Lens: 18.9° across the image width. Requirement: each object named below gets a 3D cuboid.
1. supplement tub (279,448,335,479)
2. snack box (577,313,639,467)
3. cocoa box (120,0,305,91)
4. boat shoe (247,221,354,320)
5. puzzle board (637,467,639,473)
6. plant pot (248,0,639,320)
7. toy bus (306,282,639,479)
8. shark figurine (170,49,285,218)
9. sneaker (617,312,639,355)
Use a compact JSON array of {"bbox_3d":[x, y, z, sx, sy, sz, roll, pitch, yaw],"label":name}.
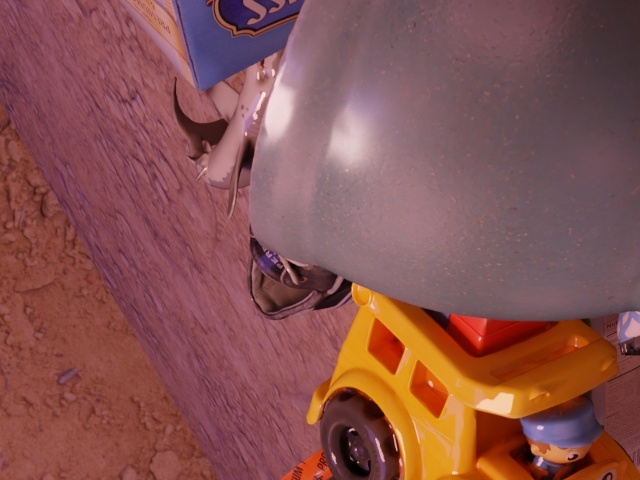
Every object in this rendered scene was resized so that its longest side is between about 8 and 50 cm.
[{"bbox_3d":[0.095,0.351,1.799,0.338,0.207,0.207,56,164,19],"label":"supplement tub"},{"bbox_3d":[0.157,0.039,1.296,0.174,0.070,0.207,48,157,40],"label":"snack box"},{"bbox_3d":[-0.077,-0.305,1.148,0.347,0.231,0.228,50,161,37],"label":"cocoa box"},{"bbox_3d":[0.000,0.000,1.650,0.121,0.119,0.335,57,163,18],"label":"boat shoe"},{"bbox_3d":[0.233,0.143,1.363,0.128,0.011,0.096,46,157,43],"label":"puzzle board"},{"bbox_3d":[0.125,-0.079,0.887,0.196,0.293,0.293,29,155,13],"label":"plant pot"},{"bbox_3d":[0.115,0.090,1.188,0.220,0.149,0.211,45,138,34],"label":"toy bus"},{"bbox_3d":[-0.057,-0.083,1.745,0.278,0.116,0.166,157,118,-67],"label":"shark figurine"},{"bbox_3d":[0.211,0.005,1.087,0.237,0.085,0.086,88,176,-66],"label":"sneaker"}]
